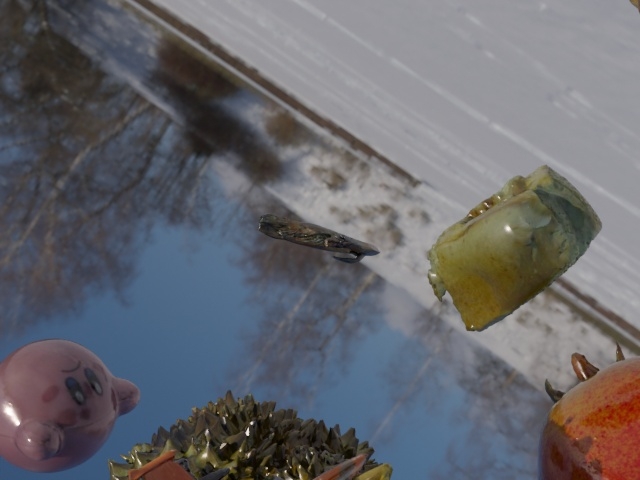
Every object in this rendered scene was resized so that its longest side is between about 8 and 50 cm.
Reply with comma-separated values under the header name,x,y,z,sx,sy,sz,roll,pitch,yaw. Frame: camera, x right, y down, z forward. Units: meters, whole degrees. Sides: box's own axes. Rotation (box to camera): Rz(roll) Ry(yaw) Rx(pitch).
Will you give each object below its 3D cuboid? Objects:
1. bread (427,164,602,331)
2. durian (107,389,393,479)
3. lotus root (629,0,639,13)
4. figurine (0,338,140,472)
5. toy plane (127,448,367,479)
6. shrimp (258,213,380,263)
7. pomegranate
name,x,y,z,sx,sy,sz,roll,pitch,yaw
bread,0.170,0.006,0.872,0.103,0.156,0.110,46,177,-1
durian,-0.056,0.255,0.826,0.292,0.258,0.258,11,169,44
lotus root,0.307,-0.258,0.928,0.062,0.150,0.073,2,149,16
figurine,-0.332,0.205,1.257,0.173,0.173,0.173,34,-172,-5
toy plane,-0.051,0.162,0.564,0.062,0.135,0.188,7,-154,41
shrimp,0.000,0.000,1.757,0.219,0.046,0.152,15,-177,-12
pomegranate,0.300,0.206,0.951,0.221,0.221,0.257,29,-161,-36
